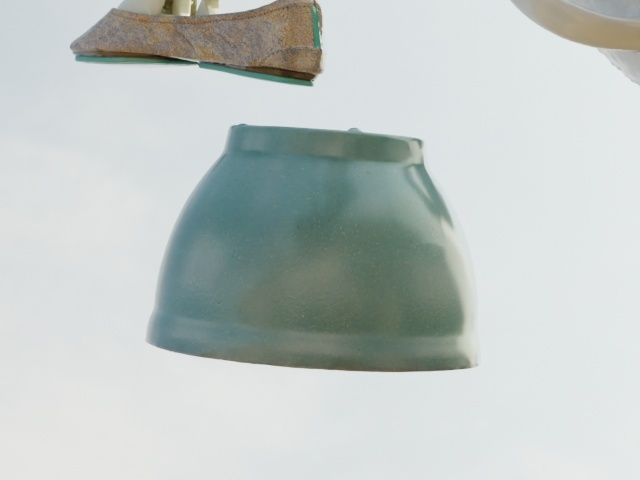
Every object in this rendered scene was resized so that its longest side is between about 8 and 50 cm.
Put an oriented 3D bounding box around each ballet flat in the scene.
[{"bbox_3d":[-0.122,-0.220,1.668,0.107,0.316,0.106,-4,-79,-58],"label":"ballet flat"}]

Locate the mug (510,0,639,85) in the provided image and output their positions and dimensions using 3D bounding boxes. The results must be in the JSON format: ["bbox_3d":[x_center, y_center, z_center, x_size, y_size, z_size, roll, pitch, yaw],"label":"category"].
[{"bbox_3d":[0.357,-0.300,1.787,0.374,0.328,0.276,-8,-36,-25],"label":"mug"}]

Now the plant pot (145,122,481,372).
[{"bbox_3d":[0.000,0.000,1.432,0.293,0.293,0.196,2,-87,-33],"label":"plant pot"}]
